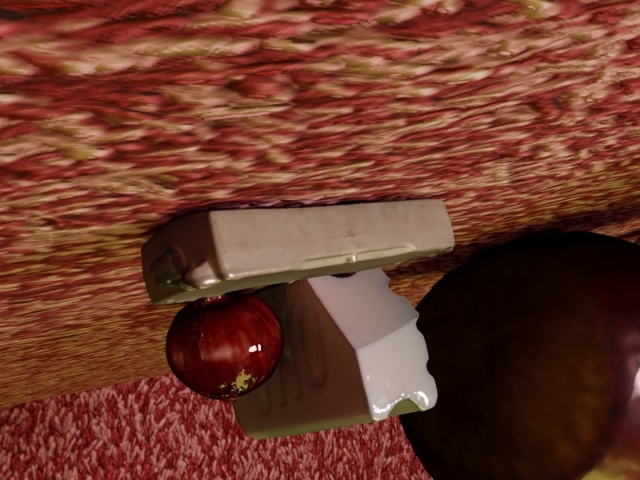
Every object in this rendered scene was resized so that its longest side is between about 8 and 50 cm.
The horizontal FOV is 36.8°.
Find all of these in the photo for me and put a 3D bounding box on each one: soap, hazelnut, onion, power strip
[{"bbox_3d":[-0.006,0.129,1.097,0.095,0.173,0.289,-7,170,-34],"label":"soap"},{"bbox_3d":[0.307,0.194,1.254,0.429,0.402,0.402,-31,164,32],"label":"hazelnut"},{"bbox_3d":[-0.102,0.110,1.025,0.131,0.131,0.131,-13,172,-2],"label":"onion"},{"bbox_3d":[0.001,0.003,0.679,0.286,0.048,0.080,-5,171,-46],"label":"power strip"}]

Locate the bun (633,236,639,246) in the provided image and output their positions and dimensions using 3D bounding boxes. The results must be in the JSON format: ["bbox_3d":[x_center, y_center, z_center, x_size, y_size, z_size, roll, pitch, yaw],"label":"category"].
[{"bbox_3d":[0.647,0.030,1.597,0.263,0.175,0.263,23,180,0],"label":"bun"}]
